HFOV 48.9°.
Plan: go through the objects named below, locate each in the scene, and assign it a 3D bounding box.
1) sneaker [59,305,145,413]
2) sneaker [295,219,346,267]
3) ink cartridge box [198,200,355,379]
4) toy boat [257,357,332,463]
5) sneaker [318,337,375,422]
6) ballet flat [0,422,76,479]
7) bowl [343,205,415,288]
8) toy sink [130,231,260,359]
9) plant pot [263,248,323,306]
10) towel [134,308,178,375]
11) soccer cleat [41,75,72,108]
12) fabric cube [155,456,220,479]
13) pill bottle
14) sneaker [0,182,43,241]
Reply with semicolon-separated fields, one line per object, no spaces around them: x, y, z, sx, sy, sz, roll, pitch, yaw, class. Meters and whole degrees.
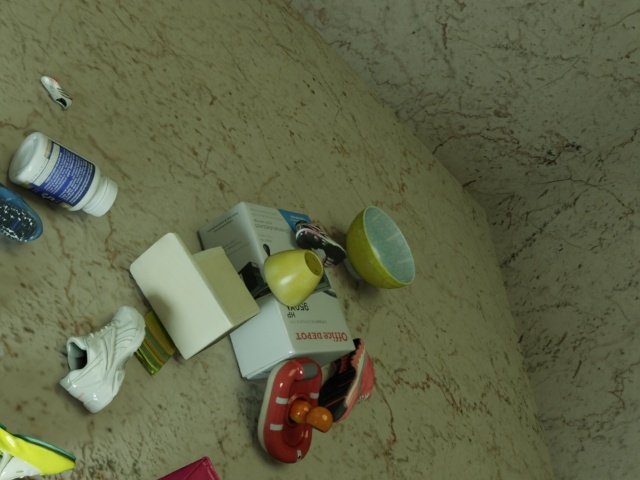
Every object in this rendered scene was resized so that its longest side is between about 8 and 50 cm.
-0.399;0.192;1.283;0.115;0.090;0.232;42;31;-24;sneaker
0.000;0.000;1.805;0.178;0.072;0.077;42;20;-43;sneaker
-0.105;0.127;1.755;0.285;0.166;0.395;9;56;-56;ink cartridge box
-0.039;0.383;1.556;0.151;0.151;0.231;5;99;-52;toy boat
0.094;0.393;1.888;0.136;0.115;0.314;54;27;-14;sneaker
-0.480;0.312;1.054;0.231;0.077;0.077;41;53;-27;ballet flat
0.169;0.047;2.310;0.289;0.156;0.290;40;33;-33;bowl
-0.263;0.103;1.493;0.234;0.152;0.131;56;26;5;toy sink
-0.050;0.072;1.617;0.134;0.095;0.134;38;35;-33;plant pot
-0.323;0.182;1.491;0.102;0.021;0.237;56;27;-10;towel
-0.581;-0.325;1.547;0.083;0.029;0.036;51;24;-27;soccer cleat
-0.250;0.518;1.022;0.254;0.258;0.259;58;27;-1;fabric cube
-0.501;-0.123;1.389;0.186;0.112;0.112;33;37;-41;pill bottle
-0.589;-0.075;1.263;0.209;0.069;0.082;43;-3;-13;sneaker
